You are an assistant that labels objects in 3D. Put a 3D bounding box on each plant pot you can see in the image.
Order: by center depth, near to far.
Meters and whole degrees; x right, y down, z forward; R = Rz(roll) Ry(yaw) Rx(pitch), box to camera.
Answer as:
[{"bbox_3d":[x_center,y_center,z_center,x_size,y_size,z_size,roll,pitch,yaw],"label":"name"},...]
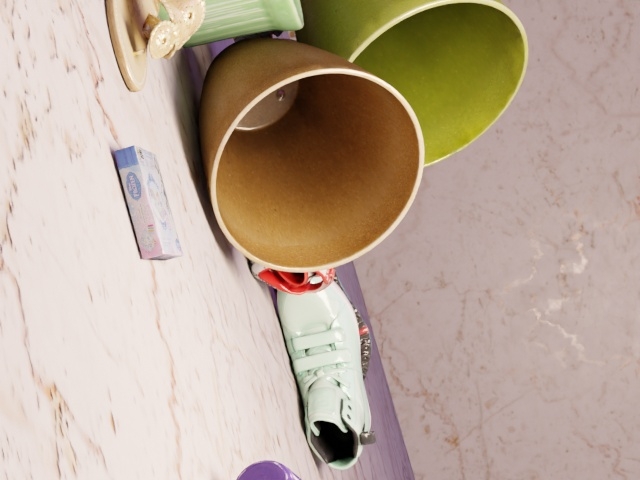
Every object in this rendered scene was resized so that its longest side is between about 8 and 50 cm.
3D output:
[{"bbox_3d":[-0.043,-0.128,1.676,0.254,0.237,0.237,54,-14,54],"label":"plant pot"},{"bbox_3d":[0.075,-0.284,1.909,0.293,0.275,0.275,61,-4,37],"label":"plant pot"}]

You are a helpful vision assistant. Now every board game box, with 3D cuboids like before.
[{"bbox_3d":[-0.139,-0.029,1.220,0.090,0.020,0.090,21,52,-85],"label":"board game box"}]

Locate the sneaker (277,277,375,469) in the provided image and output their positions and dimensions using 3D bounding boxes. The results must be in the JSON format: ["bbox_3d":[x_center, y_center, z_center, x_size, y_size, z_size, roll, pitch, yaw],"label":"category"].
[{"bbox_3d":[0.008,0.161,1.885,0.151,0.094,0.256,-75,148,-75],"label":"sneaker"}]

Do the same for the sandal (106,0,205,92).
[{"bbox_3d":[-0.148,-0.222,1.414,0.240,0.079,0.088,-98,171,-60],"label":"sandal"}]

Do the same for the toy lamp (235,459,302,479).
[{"bbox_3d":[-0.015,0.283,1.287,0.275,0.080,0.080,72,5,-46],"label":"toy lamp"}]

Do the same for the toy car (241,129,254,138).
[{"bbox_3d":[-0.094,-0.113,1.869,0.122,0.060,0.040,16,89,-77],"label":"toy car"}]

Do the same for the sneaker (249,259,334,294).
[{"bbox_3d":[-0.001,0.000,1.882,0.270,0.090,0.145,12,61,-51],"label":"sneaker"}]

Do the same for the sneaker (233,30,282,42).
[{"bbox_3d":[-0.117,-0.398,1.911,0.112,0.121,0.299,-125,-153,-53],"label":"sneaker"}]

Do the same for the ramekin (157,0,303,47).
[{"bbox_3d":[-0.131,-0.363,1.674,0.303,0.148,0.303,-16,90,-86],"label":"ramekin"}]

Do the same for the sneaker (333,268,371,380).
[{"bbox_3d":[0.003,0.086,2.024,0.125,0.104,0.262,-28,102,-87],"label":"sneaker"}]

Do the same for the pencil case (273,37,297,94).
[{"bbox_3d":[-0.026,-0.153,2.167,0.386,0.160,0.167,61,12,-74],"label":"pencil case"}]
